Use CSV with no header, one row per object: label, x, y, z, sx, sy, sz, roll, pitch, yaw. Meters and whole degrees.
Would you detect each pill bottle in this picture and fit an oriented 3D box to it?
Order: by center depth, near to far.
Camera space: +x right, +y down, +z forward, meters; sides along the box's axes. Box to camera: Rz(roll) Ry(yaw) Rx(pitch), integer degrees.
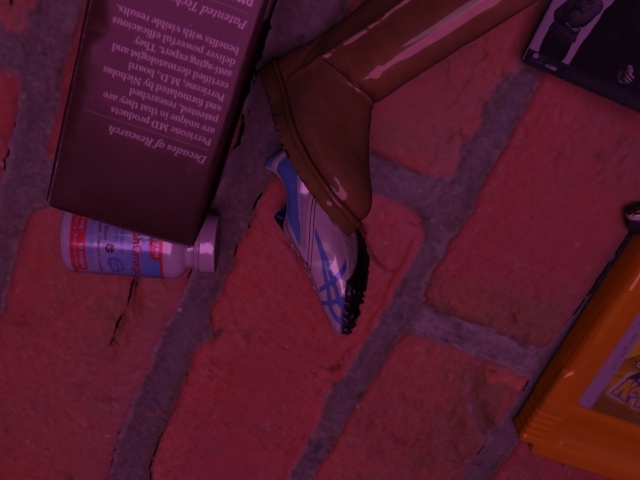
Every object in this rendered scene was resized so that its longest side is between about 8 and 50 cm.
pill bottle,-0.194,-0.002,0.715,0.160,0.087,0.087,4,114,-3

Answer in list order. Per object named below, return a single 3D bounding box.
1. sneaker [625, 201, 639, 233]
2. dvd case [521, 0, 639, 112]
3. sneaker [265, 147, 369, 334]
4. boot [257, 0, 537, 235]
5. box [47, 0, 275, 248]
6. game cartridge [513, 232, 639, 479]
sneaker,0.393,-0.030,0.750,0.083,0.031,0.035,-8,127,7
dvd case,0.318,-0.235,0.587,0.179,0.029,0.238,27,131,8
sneaker,0.000,0.000,0.731,0.086,0.085,0.237,-2,117,24
boot,0.082,-0.162,0.584,0.270,0.236,0.089,-31,146,14
box,-0.110,-0.208,0.570,0.143,0.191,0.381,19,113,-10
game cartridge,0.442,0.178,0.829,0.285,0.052,0.323,19,111,-9
